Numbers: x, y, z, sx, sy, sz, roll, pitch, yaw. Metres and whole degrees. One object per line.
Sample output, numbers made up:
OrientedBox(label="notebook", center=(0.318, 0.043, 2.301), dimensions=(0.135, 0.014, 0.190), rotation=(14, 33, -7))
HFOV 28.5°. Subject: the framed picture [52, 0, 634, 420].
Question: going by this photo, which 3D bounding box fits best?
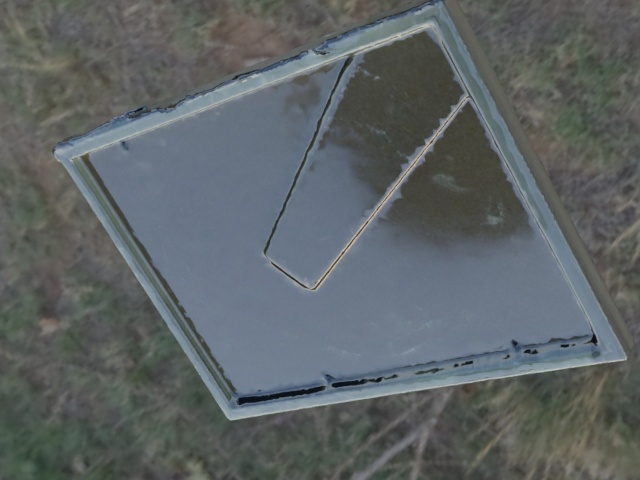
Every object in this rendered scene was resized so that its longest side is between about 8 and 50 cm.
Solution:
OrientedBox(label="framed picture", center=(0.000, 0.000, 0.358), dimensions=(0.149, 0.011, 0.109), rotation=(-14, 116, 39))
